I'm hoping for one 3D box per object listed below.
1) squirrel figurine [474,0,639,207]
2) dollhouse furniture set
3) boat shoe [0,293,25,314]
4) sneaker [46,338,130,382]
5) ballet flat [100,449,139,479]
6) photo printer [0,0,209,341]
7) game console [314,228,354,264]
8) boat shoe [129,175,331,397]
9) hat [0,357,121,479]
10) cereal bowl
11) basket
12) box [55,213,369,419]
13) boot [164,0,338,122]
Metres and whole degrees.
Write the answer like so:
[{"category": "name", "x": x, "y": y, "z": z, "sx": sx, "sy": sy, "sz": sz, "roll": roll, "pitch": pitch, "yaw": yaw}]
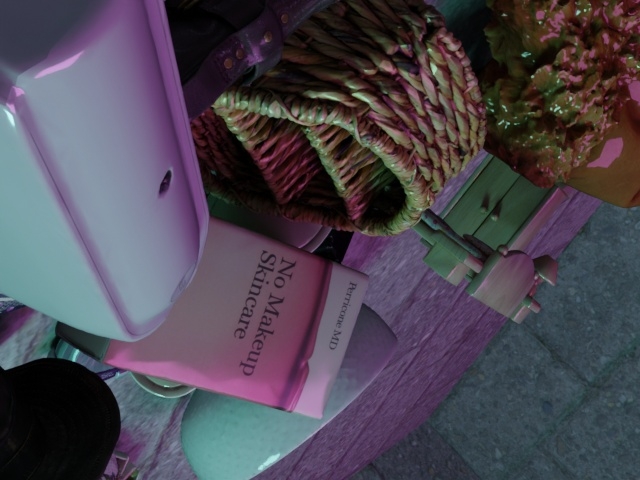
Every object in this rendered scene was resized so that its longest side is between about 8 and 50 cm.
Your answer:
[{"category": "squirrel figurine", "x": 0.337, "y": -0.252, "z": 1.181, "sx": 0.397, "sy": 0.281, "sz": 0.370, "roll": -15, "pitch": 140, "yaw": -60}, {"category": "dollhouse furniture set", "x": 0.147, "y": -0.075, "z": 1.172, "sx": 0.173, "sy": 0.303, "sz": 0.355, "roll": -52, "pitch": 152, "yaw": 5}, {"category": "boat shoe", "x": -0.300, "y": 0.030, "z": 0.719, "sx": 0.341, "sy": 0.127, "sz": 0.158, "roll": -7, "pitch": 147, "yaw": -49}, {"category": "sneaker", "x": -0.190, "y": 0.093, "z": 1.126, "sx": 0.224, "sy": 0.083, "sz": 0.098, "roll": -20, "pitch": 146, "yaw": -49}, {"category": "ballet flat", "x": -0.301, "y": 0.347, "z": 1.481, "sx": 0.079, "sy": 0.077, "sz": 0.221, "roll": -57, "pitch": 168, "yaw": -24}, {"category": "photo printer", "x": -0.184, "y": -0.068, "z": 0.513, "sx": 0.107, "sy": 0.256, "sz": 0.307, "roll": -59, "pitch": 168, "yaw": -21}, {"category": "game console", "x": 0.000, "y": 0.000, "z": 1.423, "sx": 0.107, "sy": 0.071, "sz": 0.122, "roll": -13, "pitch": 161, "yaw": 4}, {"category": "boat shoe", "x": -0.085, "y": 0.023, "z": 1.097, "sx": 0.340, "sy": 0.127, "sz": 0.113, "roll": -60, "pitch": -178, "yaw": -16}, {"category": "hat", "x": -0.340, "y": 0.176, "z": 0.837, "sx": 0.331, "sy": 0.331, "sz": 0.134, "roll": -37, "pitch": 124, "yaw": -19}, {"category": "cereal bowl", "x": -0.065, "y": 0.186, "z": 1.419, "sx": 0.339, "sy": 0.141, "sz": 0.339, "roll": -38, "pitch": -178, "yaw": 2}, {"category": "basket", "x": 0.001, "y": -0.092, "z": 0.897, "sx": 0.223, "sy": 0.213, "sz": 0.299, "roll": -43, "pitch": 162, "yaw": -5}, {"category": "box", "x": -0.096, "y": 0.057, "z": 0.932, "sx": 0.232, "sy": 0.127, "sz": 0.148, "roll": 21, "pitch": 86, "yaw": -33}, {"category": "boot", "x": -0.061, "y": -0.159, "z": 0.645, "sx": 0.229, "sy": 0.091, "sz": 0.263, "roll": -38, "pitch": -154, "yaw": -12}]
